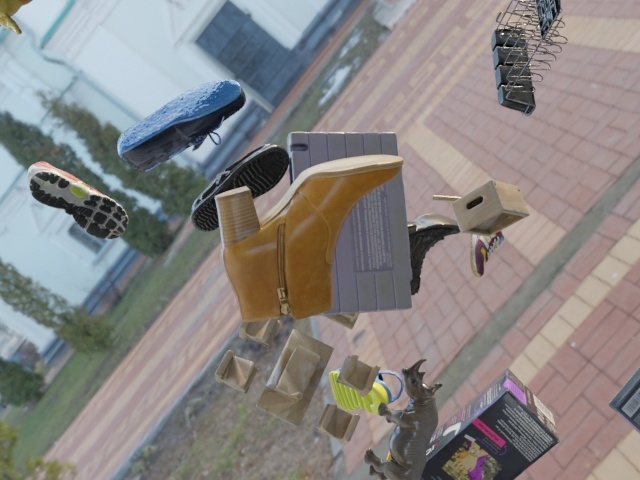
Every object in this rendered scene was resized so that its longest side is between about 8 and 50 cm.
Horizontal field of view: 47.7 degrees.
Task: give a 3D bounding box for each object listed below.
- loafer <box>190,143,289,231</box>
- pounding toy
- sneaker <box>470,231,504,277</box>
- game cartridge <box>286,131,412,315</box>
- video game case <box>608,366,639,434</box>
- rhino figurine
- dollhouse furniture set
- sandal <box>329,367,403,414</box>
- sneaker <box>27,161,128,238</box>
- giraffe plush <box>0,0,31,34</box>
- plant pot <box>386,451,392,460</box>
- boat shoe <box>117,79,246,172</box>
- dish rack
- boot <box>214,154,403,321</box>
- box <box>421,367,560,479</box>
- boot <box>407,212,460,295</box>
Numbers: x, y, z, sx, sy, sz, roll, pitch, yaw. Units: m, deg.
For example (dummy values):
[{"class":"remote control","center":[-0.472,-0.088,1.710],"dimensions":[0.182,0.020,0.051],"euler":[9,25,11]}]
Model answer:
[{"class":"loafer","center":[-0.158,-0.111,1.343],"dimensions":[0.220,0.080,0.078],"euler":[-36,40,2]},{"class":"pounding toy","center":[0.341,-0.074,1.549],"dimensions":[0.141,0.130,0.100],"euler":[-32,63,38]},{"class":"sneaker","center":[0.421,0.008,1.821],"dimensions":[0.070,0.083,0.186],"euler":[74,-160,-60]},{"class":"game cartridge","center":[0.058,-0.035,1.411],"dimensions":[0.068,0.230,0.355],"euler":[153,114,-69]},{"class":"video game case","center":[0.620,0.275,1.176],"dimensions":[0.196,0.274,0.026],"euler":[-49,16,-1]},{"class":"rhino figurine","center":[0.160,0.332,1.316],"dimensions":[0.106,0.073,0.243],"euler":[16,90,33]},{"class":"dollhouse furniture set","center":[-0.029,0.286,1.902],"dimensions":[0.256,0.362,0.394],"euler":[107,-172,-70]},{"class":"sandal","center":[0.140,0.446,2.198],"dimensions":[0.138,0.126,0.317],"euler":[-20,11,-30]},{"class":"sneaker","center":[-0.592,-0.108,1.785],"dimensions":[0.107,0.279,0.118],"euler":[-46,38,5]},{"class":"giraffe plush","center":[-0.521,-0.432,1.173],"dimensions":[0.170,0.210,0.181],"euler":[103,149,-57]},{"class":"plant pot","center":[0.229,0.583,1.893],"dimensions":[0.081,0.083,0.081],"euler":[-37,10,30]},{"class":"boat shoe","center":[-0.247,-0.211,1.334],"dimensions":[0.258,0.089,0.109],"euler":[-21,47,13]},{"class":"dish rack","center":[0.389,-0.387,1.320],"dimensions":[0.271,0.074,0.208],"euler":[109,163,-59]},{"class":"boot","center":[-0.001,0.000,1.075],"dimensions":[0.295,0.211,0.104],"euler":[-15,14,-2]},{"class":"box","center":[0.336,0.418,1.487],"dimensions":[0.270,0.143,0.165],"euler":[-45,-6,15]},{"class":"boot","center":[0.279,0.047,2.071],"dimensions":[0.091,0.262,0.229],"euler":[-131,40,-61]}]
